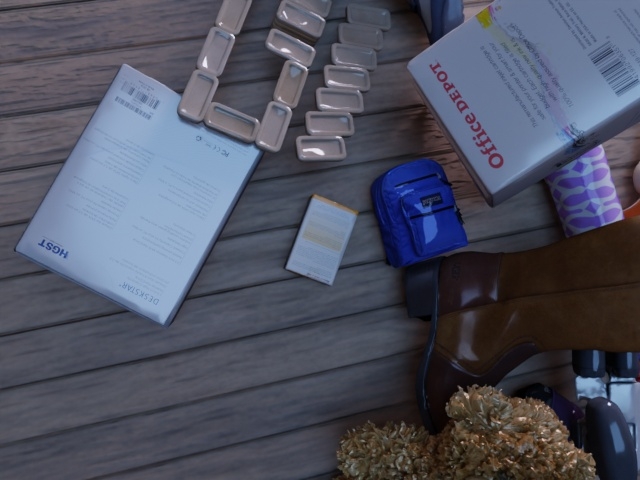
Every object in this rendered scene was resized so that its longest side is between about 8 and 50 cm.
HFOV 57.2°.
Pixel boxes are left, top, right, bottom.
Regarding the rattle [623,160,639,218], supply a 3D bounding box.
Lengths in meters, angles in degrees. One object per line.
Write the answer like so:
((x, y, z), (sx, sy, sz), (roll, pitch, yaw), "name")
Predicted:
((0.486, -0.093, 0.759), (0.199, 0.142, 0.130), (-43, 113, -14), "rattle")

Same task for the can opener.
((0.335, 0.136, 0.666), (0.075, 0.095, 0.284), (-1, 89, 1), "can opener")

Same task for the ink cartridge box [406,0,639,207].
((0.245, -0.171, 0.653), (0.232, 0.168, 0.171), (-32, 78, 13), "ink cartridge box")

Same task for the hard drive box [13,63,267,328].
((-0.195, -0.046, 0.666), (0.181, 0.089, 0.232), (29, 83, -7), "hard drive box")

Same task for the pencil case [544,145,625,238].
((0.341, -0.037, 0.758), (0.088, 0.086, 0.206), (-18, 89, 25), "pencil case")

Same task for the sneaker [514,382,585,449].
((0.222, 0.308, 0.728), (0.124, 0.107, 0.283), (39, 75, 2), "sneaker")

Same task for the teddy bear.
((0.117, 0.288, 0.619), (0.113, 0.337, 0.245), (-24, 87, -53), "teddy bear")

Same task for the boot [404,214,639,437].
((0.250, 0.126, 0.659), (0.280, 0.096, 0.265), (-12, 72, 27), "boot")

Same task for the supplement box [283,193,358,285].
((0.000, 0.000, 0.723), (0.062, 0.036, 0.099), (22, 85, -8), "supplement box")

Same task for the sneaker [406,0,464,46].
((0.089, -0.368, 0.729), (0.130, 0.112, 0.319), (-16, 88, 7), "sneaker")

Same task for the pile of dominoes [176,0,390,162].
((-0.035, -0.208, 0.692), (0.195, 0.040, 0.251), (22, 71, -12), "pile of dominoes")

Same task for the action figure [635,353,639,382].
((0.406, 0.146, 0.789), (0.038, 0.030, 0.115), (-34, 99, -3), "action figure")

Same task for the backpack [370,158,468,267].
((0.122, -0.038, 0.714), (0.097, 0.101, 0.120), (-16, 86, -16), "backpack")
